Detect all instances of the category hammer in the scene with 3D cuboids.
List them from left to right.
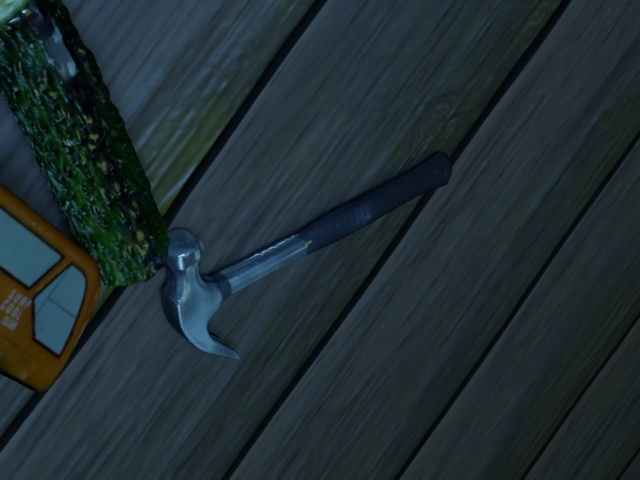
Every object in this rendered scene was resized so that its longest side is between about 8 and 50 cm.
[{"bbox_3d":[0.000,0.000,0.767,0.246,0.029,0.103,-27,131,-31],"label":"hammer"}]

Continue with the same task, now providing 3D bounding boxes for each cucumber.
[{"bbox_3d":[-0.131,-0.058,0.585,0.058,0.058,0.187,-36,134,-20],"label":"cucumber"}]

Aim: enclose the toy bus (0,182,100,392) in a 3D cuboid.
[{"bbox_3d":[-0.242,-0.054,0.454,0.092,0.093,0.409,-55,140,-11],"label":"toy bus"}]
